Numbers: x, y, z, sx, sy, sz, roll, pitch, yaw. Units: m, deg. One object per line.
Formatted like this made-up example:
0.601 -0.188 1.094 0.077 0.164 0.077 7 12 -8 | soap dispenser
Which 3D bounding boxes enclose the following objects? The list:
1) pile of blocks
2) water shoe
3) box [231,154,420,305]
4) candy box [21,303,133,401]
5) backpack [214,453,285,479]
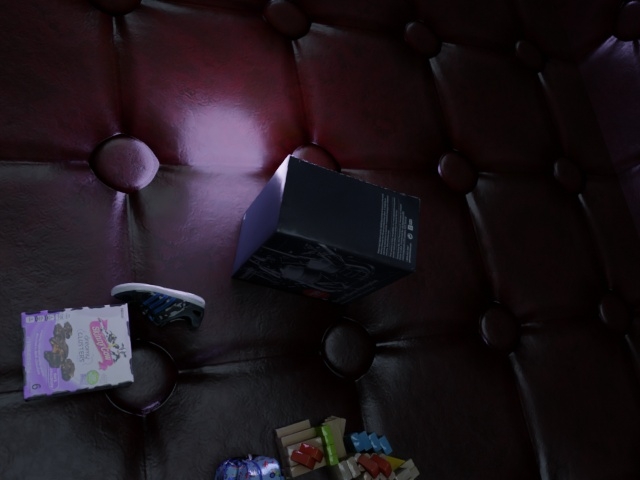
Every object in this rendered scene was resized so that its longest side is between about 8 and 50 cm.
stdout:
0.078 0.476 1.228 0.362 0.112 0.149 17 65 -19 | pile of blocks
-0.351 0.144 1.181 0.203 0.073 0.080 12 68 -20 | water shoe
0.000 0.000 1.242 0.312 0.343 0.179 17 65 -18 | box
-0.483 0.220 1.091 0.196 0.070 0.165 -3 72 -25 | candy box
-0.137 0.508 1.081 0.116 0.173 0.158 8 68 -22 | backpack
